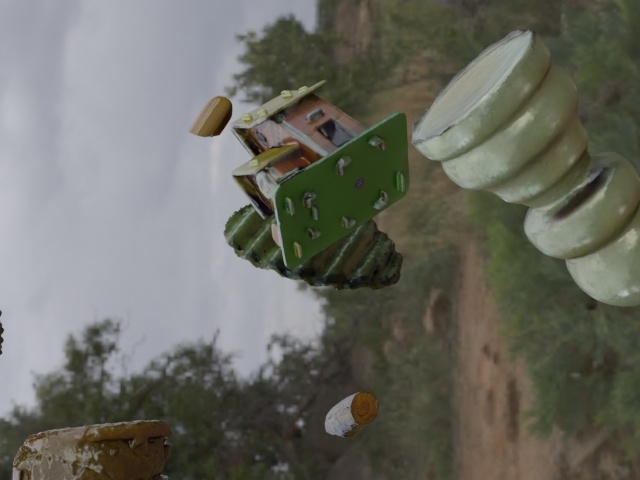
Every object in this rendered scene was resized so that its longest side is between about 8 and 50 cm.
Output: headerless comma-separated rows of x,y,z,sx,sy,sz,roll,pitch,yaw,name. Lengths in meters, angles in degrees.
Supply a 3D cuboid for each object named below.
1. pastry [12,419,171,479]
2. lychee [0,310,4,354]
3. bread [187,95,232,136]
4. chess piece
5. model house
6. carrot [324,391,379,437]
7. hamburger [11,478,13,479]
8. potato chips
-0.346,0.348,1.549,0.240,0.235,0.132,8,-110,-48,pastry
-0.731,0.172,1.739,0.432,0.380,0.380,12,103,52,lychee
-0.198,-0.209,1.829,0.103,0.049,0.062,-60,-10,-27,bread
0.204,-0.045,0.852,0.133,0.243,0.133,-43,14,13,chess piece
-0.040,-0.118,1.949,0.324,0.300,0.340,39,151,36,model house
0.066,0.381,2.219,0.173,0.082,0.082,136,140,-61,carrot
-0.501,0.510,1.903,0.130,0.183,0.206,8,-107,-70,hamburger
0.000,0.000,2.097,0.070,0.358,0.429,-66,-8,25,potato chips
